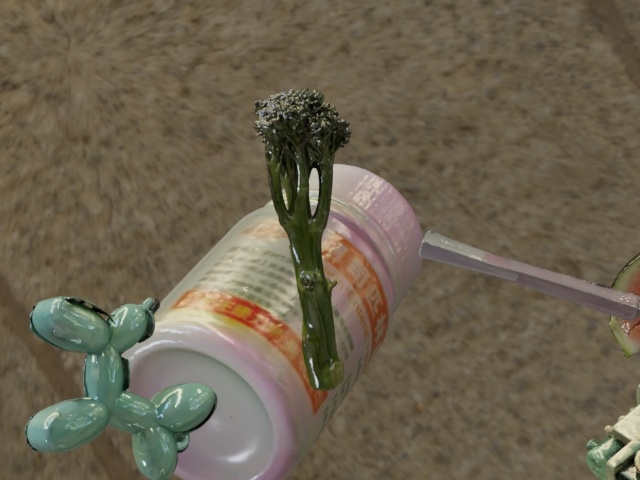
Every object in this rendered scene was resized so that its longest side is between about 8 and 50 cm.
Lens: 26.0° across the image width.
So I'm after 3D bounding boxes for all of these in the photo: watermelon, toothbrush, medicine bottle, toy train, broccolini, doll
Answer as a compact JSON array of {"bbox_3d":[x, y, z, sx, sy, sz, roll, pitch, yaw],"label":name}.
[{"bbox_3d":[0.323,0.032,1.305,0.069,0.087,0.163,26,131,-29],"label":"watermelon"},{"bbox_3d":[0.146,0.032,0.727,0.194,0.014,0.017,20,120,6],"label":"toothbrush"},{"bbox_3d":[-0.042,0.085,1.528,0.219,0.388,0.219,13,123,20],"label":"medicine bottle"},{"bbox_3d":[0.395,0.231,1.606,0.194,0.125,0.080,-33,132,-23],"label":"toy train"},{"bbox_3d":[-0.001,-0.001,0.971,0.058,0.067,0.216,-31,117,-44],"label":"broccolini"},{"bbox_3d":[-0.157,0.123,1.104,0.159,0.059,0.159,0,82,-35],"label":"doll"}]
